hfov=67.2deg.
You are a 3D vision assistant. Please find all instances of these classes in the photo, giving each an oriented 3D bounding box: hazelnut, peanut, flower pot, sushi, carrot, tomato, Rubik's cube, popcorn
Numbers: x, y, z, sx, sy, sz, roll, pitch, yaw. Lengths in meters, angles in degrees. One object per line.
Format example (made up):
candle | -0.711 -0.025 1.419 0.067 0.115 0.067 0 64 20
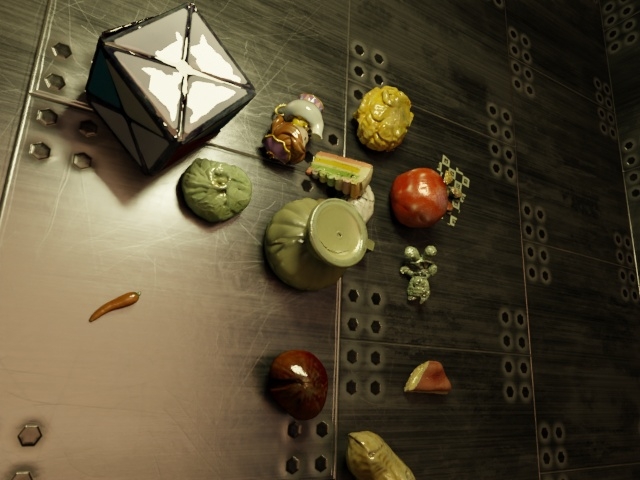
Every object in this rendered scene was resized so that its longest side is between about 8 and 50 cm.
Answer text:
hazelnut | -0.057 0.421 1.408 0.178 0.178 0.203 -3 80 -33
peanut | 0.182 0.718 1.490 0.340 0.158 0.174 53 19 -6
flower pot | 0.000 0.000 1.506 0.308 0.244 0.307 8 74 -32
sushi | 0.550 -0.214 2.025 0.193 0.043 0.279 38 61 -19
carrot | -0.533 0.169 1.255 0.142 0.035 0.035 -27 93 -27
tomato | 0.362 -0.157 1.792 0.189 0.232 0.231 -6 81 -20
Rubik's cube | -0.417 -0.404 1.317 0.307 0.305 0.310 -42 104 -30
popcorn | 0.233 -0.458 1.809 0.250 0.190 0.249 6 81 -42

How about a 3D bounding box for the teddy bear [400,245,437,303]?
teddy bear | 0.366 0.120 1.799 0.111 0.133 0.212 -22 115 -76

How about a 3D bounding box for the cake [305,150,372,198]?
cake | 0.068 -0.228 1.674 0.109 0.226 0.090 -58 152 -24

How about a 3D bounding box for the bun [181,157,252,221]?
bun | -0.300 -0.163 1.429 0.213 0.127 0.203 -32 98 -35

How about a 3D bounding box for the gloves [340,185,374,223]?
gloves | 0.137 -0.122 1.708 0.128 0.111 0.212 28 72 -18

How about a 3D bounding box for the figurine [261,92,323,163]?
figurine | -0.088 -0.365 1.609 0.190 0.142 0.263 22 64 9

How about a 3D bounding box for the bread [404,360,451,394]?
bread | 0.389 0.491 1.731 0.193 0.067 0.119 14 79 -28

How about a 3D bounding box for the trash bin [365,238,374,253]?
trash bin | 0.139 0.021 1.677 0.061 0.092 0.042 27 63 -25
